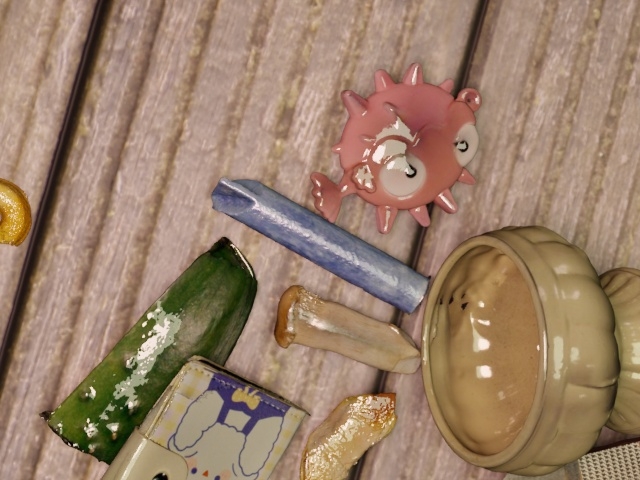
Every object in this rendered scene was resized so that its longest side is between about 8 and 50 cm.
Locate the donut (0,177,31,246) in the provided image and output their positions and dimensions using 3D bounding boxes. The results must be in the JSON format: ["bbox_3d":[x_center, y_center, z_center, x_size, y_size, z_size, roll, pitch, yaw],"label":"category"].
[{"bbox_3d":[-0.420,-0.033,1.399,0.108,0.043,0.097,-13,92,-12],"label":"donut"}]

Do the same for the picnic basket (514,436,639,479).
[{"bbox_3d":[0.369,0.367,1.461,0.297,0.129,0.222,-14,90,-8],"label":"picnic basket"}]

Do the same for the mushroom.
[{"bbox_3d":[0.038,0.126,1.450,0.209,0.071,0.084,20,93,-11],"label":"mushroom"}]

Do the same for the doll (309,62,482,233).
[{"bbox_3d":[0.102,-0.116,1.442,0.262,0.093,0.211,-28,99,-10],"label":"doll"}]

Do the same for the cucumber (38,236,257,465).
[{"bbox_3d":[-0.191,0.143,1.402,0.145,0.105,0.325,41,82,-5],"label":"cucumber"}]

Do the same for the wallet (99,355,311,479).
[{"bbox_3d":[-0.167,0.307,1.380,0.223,0.077,0.309,33,84,-37],"label":"wallet"}]

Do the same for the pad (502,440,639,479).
[{"bbox_3d":[0.371,0.421,1.365,0.250,0.055,0.323,-12,70,-8],"label":"pad"}]

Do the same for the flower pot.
[{"bbox_3d":[0.290,0.135,1.384,0.244,0.307,0.307,4,89,-26],"label":"flower pot"}]

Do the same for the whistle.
[{"bbox_3d":[0.000,0.000,1.446,0.304,0.062,0.062,29,86,-7],"label":"whistle"}]

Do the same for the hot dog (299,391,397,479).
[{"bbox_3d":[0.032,0.253,1.448,0.169,0.061,0.078,-42,94,-7],"label":"hot dog"}]
